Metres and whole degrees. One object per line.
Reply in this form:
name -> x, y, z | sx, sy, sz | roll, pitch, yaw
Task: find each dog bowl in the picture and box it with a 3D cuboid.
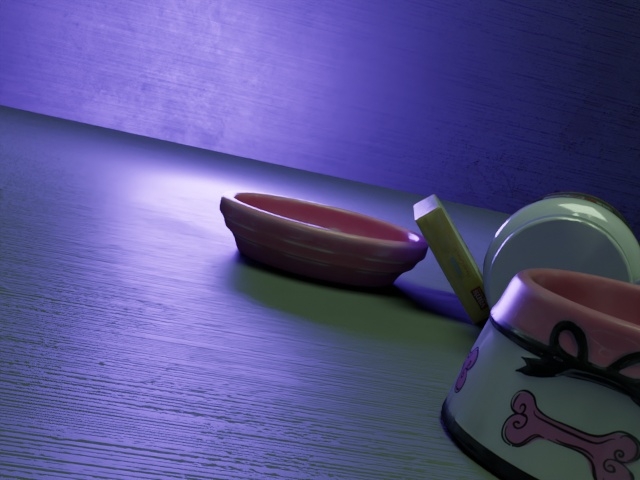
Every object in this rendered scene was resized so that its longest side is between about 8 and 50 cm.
dog bowl -> 0.323, 0.140, 0.945 | 0.407, 0.151, 0.408 | 13, 7, -2

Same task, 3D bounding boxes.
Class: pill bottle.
pill bottle -> 0.331, 0.042, 1.422 | 0.210, 0.210, 0.363 | 15, 8, 13

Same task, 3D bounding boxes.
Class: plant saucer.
plant saucer -> 0.000, 0.000, 1.640 | 0.332, 0.084, 0.332 | 13, 9, -2

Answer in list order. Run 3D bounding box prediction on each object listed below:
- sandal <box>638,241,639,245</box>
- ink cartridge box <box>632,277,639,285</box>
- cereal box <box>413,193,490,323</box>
sandal -> 0.485, 0.071, 1.958 | 0.167, 0.107, 0.445 | 19, 22, 31
ink cartridge box -> 0.451, 0.121, 1.237 | 0.206, 0.045, 0.208 | 58, 20, 11
cereal box -> 0.199, 0.021, 1.573 | 0.047, 0.173, 0.240 | -29, 4, 7
